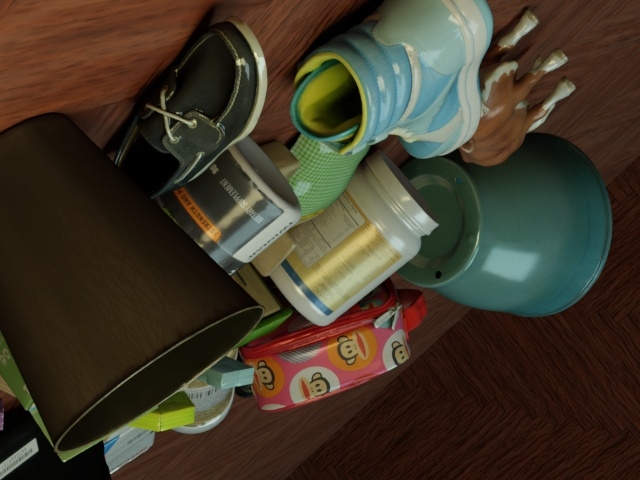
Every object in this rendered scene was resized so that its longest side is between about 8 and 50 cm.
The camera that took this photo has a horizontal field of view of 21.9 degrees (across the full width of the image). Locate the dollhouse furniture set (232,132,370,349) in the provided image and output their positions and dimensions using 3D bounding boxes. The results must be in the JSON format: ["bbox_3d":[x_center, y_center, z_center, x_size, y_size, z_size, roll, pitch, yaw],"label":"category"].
[{"bbox_3d":[-0.011,-0.026,1.844,0.301,0.151,0.197,-23,162,-49],"label":"dollhouse furniture set"}]

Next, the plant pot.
[{"bbox_3d":[0.228,-0.023,2.327,0.255,0.271,0.271,0,143,-49],"label":"plant pot"}]

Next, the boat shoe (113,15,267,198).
[{"bbox_3d":[-0.115,-0.105,1.419,0.079,0.084,0.233,-28,168,-38],"label":"boat shoe"}]

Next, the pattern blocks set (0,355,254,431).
[{"bbox_3d":[-0.237,0.129,1.614,0.325,0.285,0.026,-12,113,-55],"label":"pattern blocks set"}]

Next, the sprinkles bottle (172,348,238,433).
[{"bbox_3d":[-0.168,0.160,2.166,0.121,0.121,0.355,-34,167,-15],"label":"sprinkles bottle"}]

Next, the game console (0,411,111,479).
[{"bbox_3d":[-0.364,0.394,2.002,0.060,0.342,0.386,-2,-162,26],"label":"game console"}]

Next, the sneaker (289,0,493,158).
[{"bbox_3d":[0.058,-0.142,1.688,0.208,0.127,0.319,-36,159,-15],"label":"sneaker"}]

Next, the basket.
[{"bbox_3d":[-0.193,0.024,1.335,0.204,0.227,0.154,-33,167,-23],"label":"basket"}]

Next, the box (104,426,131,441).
[{"bbox_3d":[-0.220,0.124,1.863,0.091,0.130,0.170,-27,164,-36],"label":"box"}]

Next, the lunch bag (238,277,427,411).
[{"bbox_3d":[0.020,0.120,2.246,0.258,0.120,0.293,-18,-168,0],"label":"lunch bag"}]

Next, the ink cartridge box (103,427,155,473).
[{"bbox_3d":[-0.302,0.265,2.271,0.140,0.082,0.190,-33,169,-18],"label":"ink cartridge box"}]

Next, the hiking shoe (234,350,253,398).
[{"bbox_3d":[-0.122,0.180,2.514,0.114,0.086,0.227,-16,154,-24],"label":"hiking shoe"}]

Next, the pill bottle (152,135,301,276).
[{"bbox_3d":[-0.148,0.004,1.616,0.246,0.130,0.130,-40,168,11],"label":"pill bottle"}]

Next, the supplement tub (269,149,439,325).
[{"bbox_3d":[0.034,-0.005,2.069,0.200,0.144,0.144,-39,168,8],"label":"supplement tub"}]

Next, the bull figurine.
[{"bbox_3d":[0.217,-0.177,2.052,0.188,0.101,0.310,-40,168,2],"label":"bull figurine"}]

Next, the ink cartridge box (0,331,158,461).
[{"bbox_3d":[-0.235,0.076,1.447,0.109,0.209,0.062,-29,166,-36],"label":"ink cartridge box"}]
